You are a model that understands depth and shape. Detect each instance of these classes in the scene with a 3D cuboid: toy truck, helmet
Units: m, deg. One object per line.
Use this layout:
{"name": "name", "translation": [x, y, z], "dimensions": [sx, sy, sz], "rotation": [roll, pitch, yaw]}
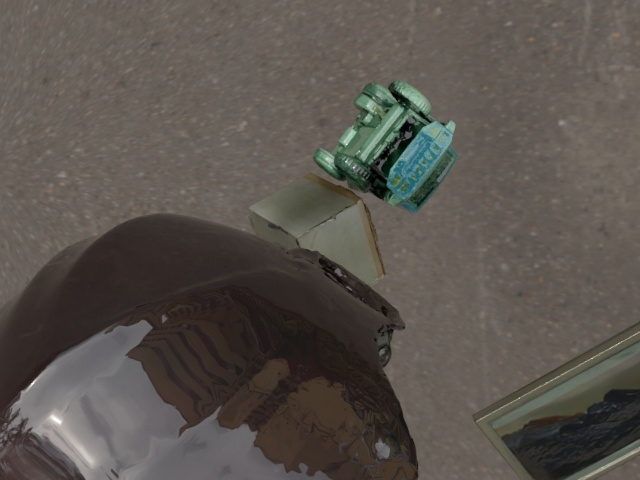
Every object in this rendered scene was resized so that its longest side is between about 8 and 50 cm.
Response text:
{"name": "toy truck", "translation": [0.102, -0.130, 1.619], "dimensions": [0.156, 0.279, 0.155], "rotation": [37, 89, -14]}
{"name": "helmet", "translation": [-0.089, 0.087, 0.552], "dimensions": [0.177, 0.305, 0.225], "rotation": [34, 101, -17]}

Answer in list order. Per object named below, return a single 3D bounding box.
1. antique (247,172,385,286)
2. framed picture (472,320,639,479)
{"name": "antique", "translation": [0.000, 0.000, 1.652], "dimensions": [0.148, 0.152, 0.147], "rotation": [-30, 124, -22]}
{"name": "framed picture", "translation": [0.343, 0.208, 1.363], "dimensions": [0.265, 0.018, 0.192], "rotation": [-32, 122, 12]}
